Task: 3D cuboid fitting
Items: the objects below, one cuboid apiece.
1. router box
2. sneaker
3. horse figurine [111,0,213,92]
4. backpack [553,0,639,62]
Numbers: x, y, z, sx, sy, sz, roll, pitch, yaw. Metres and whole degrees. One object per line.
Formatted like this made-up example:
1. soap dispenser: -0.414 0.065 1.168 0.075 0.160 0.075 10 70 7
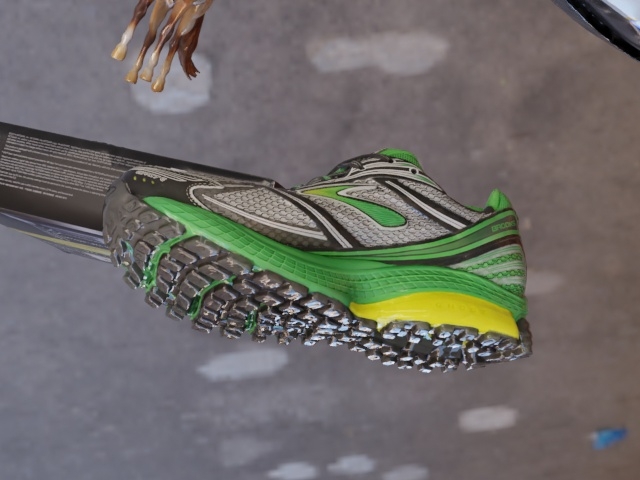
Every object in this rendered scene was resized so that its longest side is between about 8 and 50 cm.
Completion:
1. router box: -0.148 -0.018 1.475 0.309 0.081 0.243 13 172 20
2. sneaker: 0.000 0.000 1.183 0.344 0.146 0.134 13 157 -30
3. horse figurine: -0.134 -0.229 1.556 0.066 0.174 0.263 27 177 1
4. backpack: 0.238 -0.232 1.092 0.356 0.290 0.273 10 129 -30
